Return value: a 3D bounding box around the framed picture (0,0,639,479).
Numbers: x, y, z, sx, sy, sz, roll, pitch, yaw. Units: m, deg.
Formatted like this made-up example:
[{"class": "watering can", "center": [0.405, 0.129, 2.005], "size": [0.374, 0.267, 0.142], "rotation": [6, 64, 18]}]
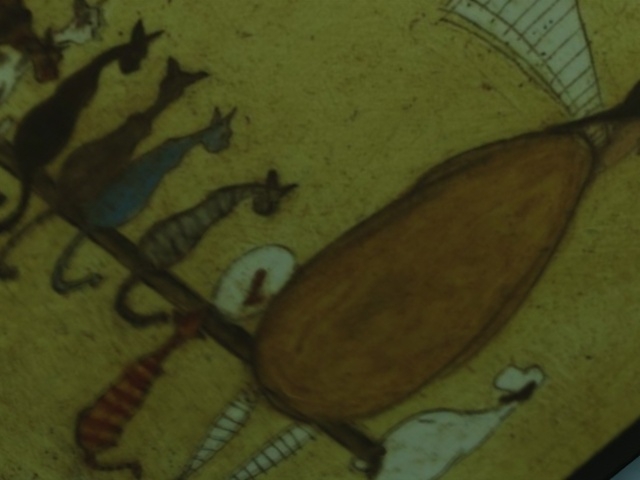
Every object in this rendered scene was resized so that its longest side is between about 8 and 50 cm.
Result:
[{"class": "framed picture", "center": [0.007, -0.035, 0.503], "size": [0.255, 0.014, 0.338], "rotation": [41, 114, -13]}]
